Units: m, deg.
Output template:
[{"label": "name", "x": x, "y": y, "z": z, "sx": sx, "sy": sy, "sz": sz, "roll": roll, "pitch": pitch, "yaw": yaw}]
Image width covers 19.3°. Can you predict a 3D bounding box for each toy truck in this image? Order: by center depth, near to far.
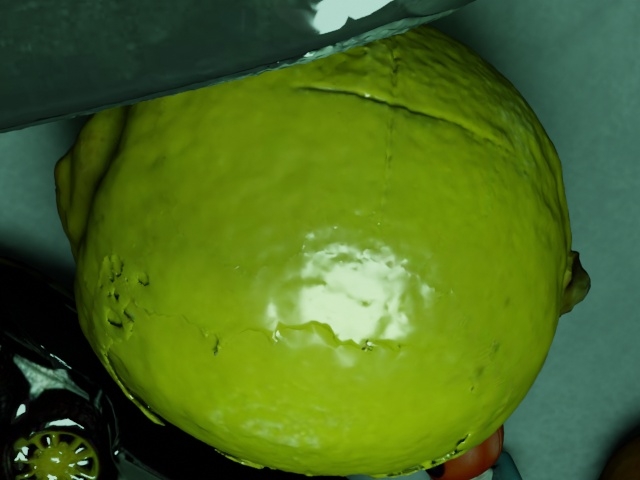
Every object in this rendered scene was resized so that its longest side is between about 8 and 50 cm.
[{"label": "toy truck", "x": -0.161, "y": 0.185, "z": 1.201, "sx": 0.405, "sy": 0.180, "sz": 0.254, "roll": 32, "pitch": 106, "yaw": -20}]

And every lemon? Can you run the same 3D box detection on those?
[{"label": "lemon", "x": 0.000, "y": 0.001, "z": 1.105, "sx": 0.297, "sy": 0.297, "sz": 0.297, "roll": -4, "pitch": 112, "yaw": -9}]

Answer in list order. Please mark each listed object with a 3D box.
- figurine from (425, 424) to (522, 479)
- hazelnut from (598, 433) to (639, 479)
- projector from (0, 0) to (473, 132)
[{"label": "figurine", "x": 0.099, "y": 0.154, "z": 1.299, "sx": 0.075, "sy": 0.068, "sz": 0.140, "roll": -8, "pitch": 115, "yaw": -5}, {"label": "hazelnut", "x": 0.268, "y": 0.226, "z": 1.314, "sx": 0.178, "sy": 0.178, "sz": 0.204, "roll": -29, "pitch": 144, "yaw": 1}, {"label": "projector", "x": -0.141, "y": -0.256, "z": 0.893, "sx": 0.405, "sy": 0.242, "sz": 0.395, "roll": -10, "pitch": 97, "yaw": 18}]
